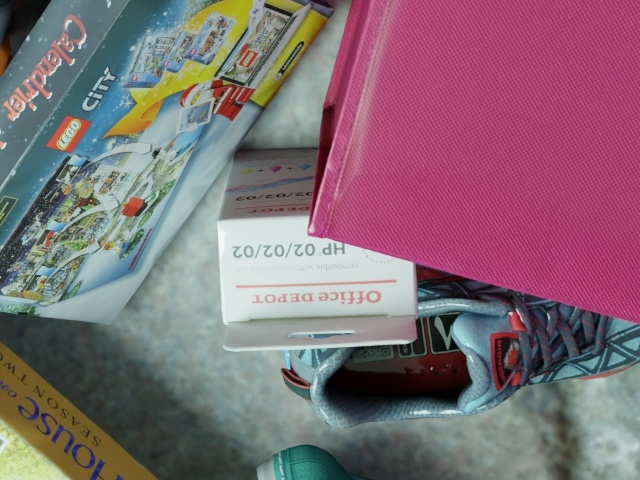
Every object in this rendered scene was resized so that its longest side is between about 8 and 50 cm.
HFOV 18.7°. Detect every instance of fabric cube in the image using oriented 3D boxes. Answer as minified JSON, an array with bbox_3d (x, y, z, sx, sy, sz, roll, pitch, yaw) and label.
[{"bbox_3d":[0.151,-0.119,0.976,0.258,0.259,0.254,15,109,-3],"label":"fabric cube"}]

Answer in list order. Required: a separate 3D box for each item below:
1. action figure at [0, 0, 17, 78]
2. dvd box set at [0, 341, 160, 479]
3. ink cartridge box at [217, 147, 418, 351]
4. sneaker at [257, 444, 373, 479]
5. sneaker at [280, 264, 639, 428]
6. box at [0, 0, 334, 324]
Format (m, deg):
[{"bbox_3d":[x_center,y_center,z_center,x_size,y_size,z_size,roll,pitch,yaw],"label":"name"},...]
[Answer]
[{"bbox_3d":[-0.299,-0.130,1.017,0.341,0.178,0.330,-42,116,18],"label":"action figure"},{"bbox_3d":[-0.238,0.193,1.149,0.420,0.062,0.307,42,120,-11],"label":"dvd box set"},{"bbox_3d":[0.000,0.000,1.058,0.104,0.181,0.061,-3,108,2],"label":"ink cartridge box"},{"bbox_3d":[0.085,0.218,1.171,0.121,0.108,0.302,-35,112,11],"label":"sneaker"},{"bbox_3d":[0.108,0.059,1.104,0.262,0.125,0.104,-15,107,6],"label":"sneaker"},{"bbox_3d":[-0.112,-0.061,1.059,0.044,0.159,0.233,45,107,29],"label":"box"}]
